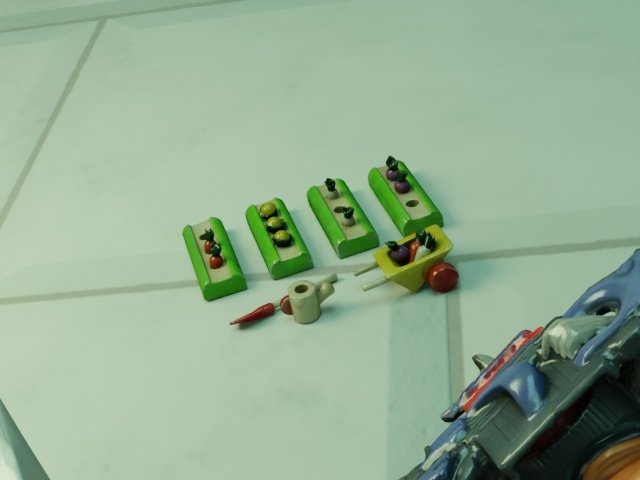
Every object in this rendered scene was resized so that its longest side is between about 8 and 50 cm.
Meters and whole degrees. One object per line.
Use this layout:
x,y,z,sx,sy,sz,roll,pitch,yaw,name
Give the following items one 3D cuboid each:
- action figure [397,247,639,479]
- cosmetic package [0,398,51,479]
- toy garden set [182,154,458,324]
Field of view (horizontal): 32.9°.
0.158,0.192,0.692,0.341,0.178,0.330,-42,30,9,action figure
-0.344,0.295,0.608,0.453,0.161,0.230,-28,36,-12,cosmetic package
0.000,0.000,1.036,0.244,0.049,0.204,-18,36,-8,toy garden set
